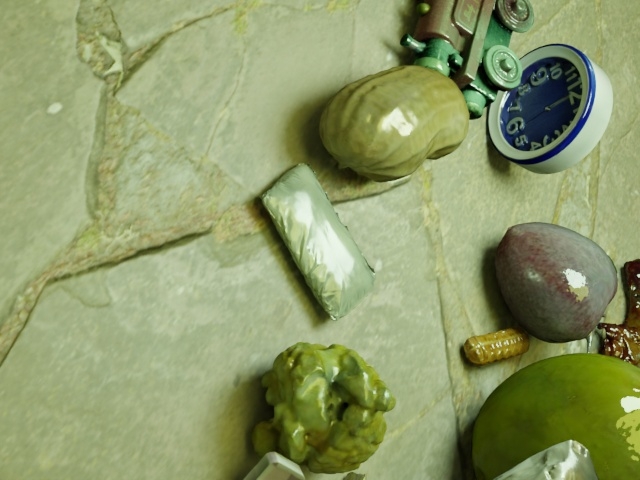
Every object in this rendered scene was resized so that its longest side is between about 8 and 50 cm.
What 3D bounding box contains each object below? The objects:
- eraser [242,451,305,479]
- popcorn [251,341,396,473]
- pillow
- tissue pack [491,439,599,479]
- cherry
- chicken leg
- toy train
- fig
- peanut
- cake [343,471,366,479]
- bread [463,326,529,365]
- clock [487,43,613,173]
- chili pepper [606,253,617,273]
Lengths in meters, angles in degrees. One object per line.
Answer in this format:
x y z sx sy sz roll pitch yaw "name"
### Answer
-0.074 0.333 1.494 0.065 0.105 0.026 36 10 -27 "eraser"
0.001 0.232 1.558 0.187 0.167 0.186 23 83 2 "popcorn"
0.000 0.000 1.703 0.128 0.051 0.229 -38 101 -46 "pillow"
0.281 0.518 1.603 0.375 0.195 0.390 -25 101 0 "tissue pack"
0.415 0.075 1.973 0.266 0.183 0.213 51 32 -1 "cherry"
0.613 0.187 2.200 0.177 0.083 0.322 45 51 -11 "chicken leg"
0.252 -0.369 2.008 0.221 0.150 0.304 28 60 -22 "toy train"
0.415 0.324 1.786 0.343 0.343 0.344 16 66 -39 "fig"
0.132 -0.194 1.815 0.340 0.158 0.174 -29 96 -43 "peanut"
0.032 0.380 1.606 0.065 0.052 0.121 31 58 -30 "cake"
0.303 0.180 1.930 0.157 0.044 0.052 -7 75 -45 "bread"
0.413 -0.236 2.041 0.083 0.230 0.231 26 60 -38 "clock"
0.565 0.042 2.236 0.083 0.022 0.027 42 85 -31 "chili pepper"
